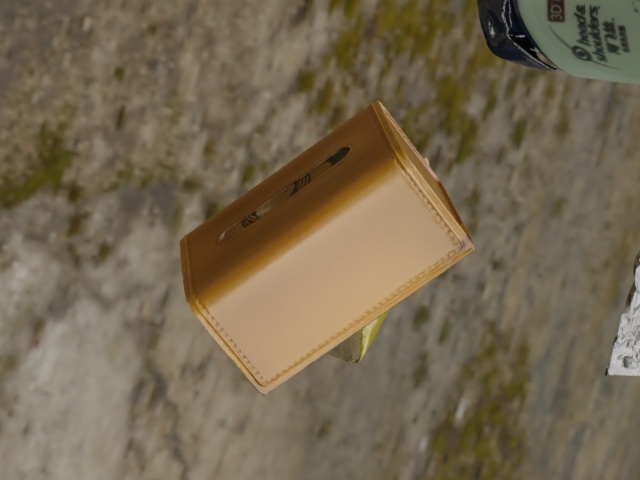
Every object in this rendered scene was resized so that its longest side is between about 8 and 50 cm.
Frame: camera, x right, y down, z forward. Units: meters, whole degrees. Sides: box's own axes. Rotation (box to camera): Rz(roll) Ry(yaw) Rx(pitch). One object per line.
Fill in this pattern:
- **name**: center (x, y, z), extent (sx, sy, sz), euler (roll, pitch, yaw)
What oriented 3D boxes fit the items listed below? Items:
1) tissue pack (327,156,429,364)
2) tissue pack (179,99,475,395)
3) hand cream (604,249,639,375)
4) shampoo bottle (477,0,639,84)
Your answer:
- **tissue pack**: center (0.058, 0.013, 2.304), extent (0.192, 0.134, 0.271), euler (84, 29, -54)
- **tissue pack**: center (0.000, 0.000, 1.733), extent (0.145, 0.274, 0.194), euler (53, 7, -21)
- **hand cream**: center (0.394, 0.039, 1.858), extent (0.084, 0.050, 0.257), euler (6, 111, -32)
- **shampoo bottle**: center (0.326, -0.198, 1.505), extent (0.078, 0.359, 0.134), euler (-59, 143, -35)
